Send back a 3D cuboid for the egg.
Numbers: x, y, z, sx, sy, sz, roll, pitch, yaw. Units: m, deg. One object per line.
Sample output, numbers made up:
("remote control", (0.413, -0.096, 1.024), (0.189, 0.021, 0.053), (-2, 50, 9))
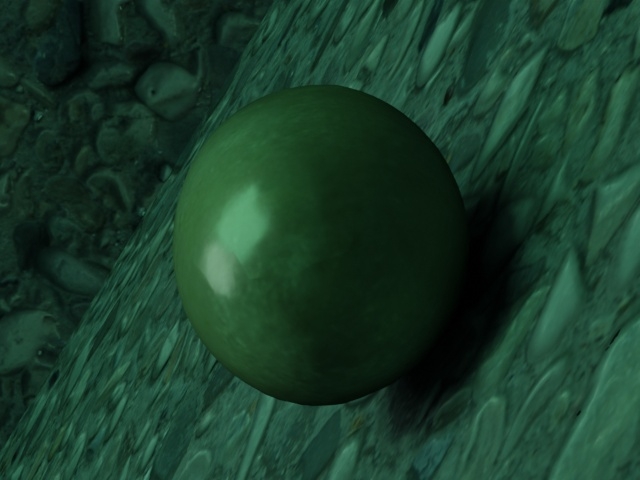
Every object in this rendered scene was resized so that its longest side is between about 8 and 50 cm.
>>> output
("egg", (0.000, 0.000, 1.590), (0.258, 0.258, 0.352), (-59, 6, 14))
